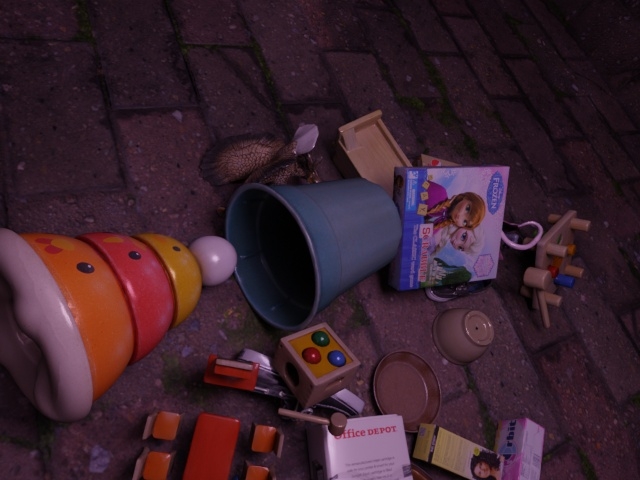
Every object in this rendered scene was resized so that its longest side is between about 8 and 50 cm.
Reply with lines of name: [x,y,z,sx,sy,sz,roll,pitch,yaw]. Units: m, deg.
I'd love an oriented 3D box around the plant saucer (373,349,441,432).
plant saucer: [0.217,0.384,1.111,0.198,0.036,0.198,11,60,-19]

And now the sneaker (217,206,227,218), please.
sneaker: [-0.234,-0.076,1.157,0.083,0.032,0.037,16,45,-21]

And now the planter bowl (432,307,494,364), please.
planter bowl: [0.412,0.258,1.220,0.162,0.109,0.162,10,61,-18]

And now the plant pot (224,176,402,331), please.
plant pot: [0.000,0.000,1.060,0.334,0.341,0.341,-19,74,-40]

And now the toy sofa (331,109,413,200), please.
toy sofa: [0.187,-0.181,1.284,0.150,0.177,0.362,-28,77,-13]

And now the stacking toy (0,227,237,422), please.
stacking toy: [-0.371,0.090,0.882,0.480,0.350,0.350,-27,77,-48]

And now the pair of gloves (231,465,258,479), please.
pair of gloves: [-0.118,0.568,0.877,0.198,0.023,0.159,42,54,0]

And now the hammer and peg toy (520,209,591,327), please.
hammer and peg toy: [0.715,0.089,1.374,0.361,0.127,0.266,-33,125,-33]

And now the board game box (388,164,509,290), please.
board game box: [0.341,-0.039,1.158,0.318,0.066,0.318,-5,106,-20]

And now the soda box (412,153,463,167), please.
soda box: [0.414,-0.241,1.509,0.181,0.058,0.061,11,61,-18]

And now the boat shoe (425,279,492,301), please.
boat shoe: [0.424,0.134,1.308,0.228,0.076,0.080,1,64,-24]

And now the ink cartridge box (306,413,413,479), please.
ink cartridge box: [0.091,0.530,0.932,0.198,0.115,0.273,4,63,-23]

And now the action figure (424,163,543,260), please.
action figure: [0.427,-0.081,1.320,0.248,0.276,0.370,-39,98,-28]

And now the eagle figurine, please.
eagle figurine: [-0.143,-0.186,1.157,0.298,0.226,0.225,-5,85,-31]

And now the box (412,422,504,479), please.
box: [0.340,0.527,1.057,0.232,0.058,0.087,28,65,-16]

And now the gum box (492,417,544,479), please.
gum box: [0.495,0.558,1.102,0.062,0.107,0.188,32,56,-6]

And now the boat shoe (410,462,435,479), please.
boat shoe: [0.258,0.598,1.006,0.207,0.073,0.073,51,19,3]

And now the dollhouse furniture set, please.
dollhouse furniture set: [-0.196,0.356,0.828,0.262,0.135,0.259,13,77,-9]

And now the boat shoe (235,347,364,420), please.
boat shoe: [-0.055,0.345,0.967,0.306,0.113,0.105,25,64,-7]

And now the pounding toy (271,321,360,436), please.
pounding toy: [-0.006,0.283,0.878,0.181,0.094,0.206,-12,44,-40]
